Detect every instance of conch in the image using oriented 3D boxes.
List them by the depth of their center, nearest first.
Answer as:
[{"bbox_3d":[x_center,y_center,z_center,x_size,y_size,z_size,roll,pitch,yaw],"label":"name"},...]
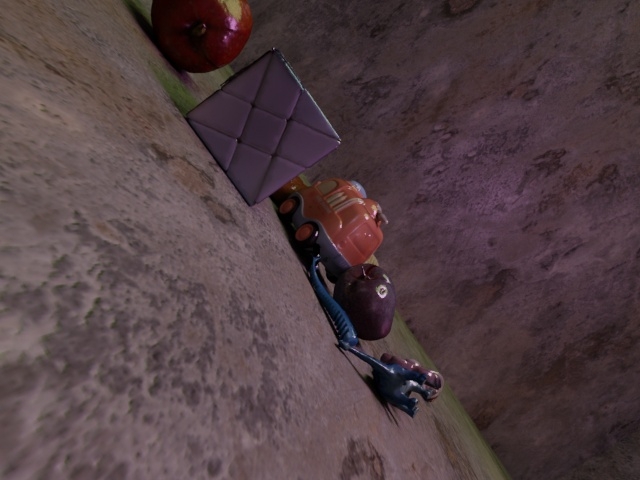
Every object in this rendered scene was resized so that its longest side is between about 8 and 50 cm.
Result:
[{"bbox_3d":[0.345,0.471,1.607,0.104,0.094,0.176,40,-16,-18],"label":"conch"}]

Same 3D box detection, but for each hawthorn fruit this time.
[{"bbox_3d":[-0.296,-0.538,1.188,0.258,0.258,0.262,48,46,-50],"label":"hawthorn fruit"}]

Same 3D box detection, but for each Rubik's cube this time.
[{"bbox_3d":[-0.109,-0.230,1.022,0.231,0.221,0.224,55,5,-10],"label":"Rubik's cube"}]

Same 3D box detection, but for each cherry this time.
[{"bbox_3d":[0.100,0.138,1.084,0.176,0.140,0.176,-5,90,-86],"label":"cherry"}]

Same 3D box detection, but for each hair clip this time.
[{"bbox_3d":[0.204,0.308,1.108,0.146,0.075,0.257,26,-19,19],"label":"hair clip"}]

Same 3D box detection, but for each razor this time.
[{"bbox_3d":[0.016,0.117,1.003,0.253,0.042,0.082,-118,-152,-43],"label":"razor"}]

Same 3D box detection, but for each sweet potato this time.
[{"bbox_3d":[-0.092,-0.142,1.301,0.251,0.097,0.097,40,16,-56],"label":"sweet potato"}]

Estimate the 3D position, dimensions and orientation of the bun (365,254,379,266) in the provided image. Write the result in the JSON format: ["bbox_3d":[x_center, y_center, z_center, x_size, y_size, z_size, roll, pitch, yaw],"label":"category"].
[{"bbox_3d":[0.105,0.074,1.577,0.222,0.127,0.222,52,20,-27],"label":"bun"}]

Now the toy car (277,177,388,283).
[{"bbox_3d":[0.041,-0.046,1.202,0.180,0.212,0.270,50,3,-40],"label":"toy car"}]

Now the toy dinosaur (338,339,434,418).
[{"bbox_3d":[0.152,0.287,0.949,0.144,0.076,0.329,18,-21,40],"label":"toy dinosaur"}]
